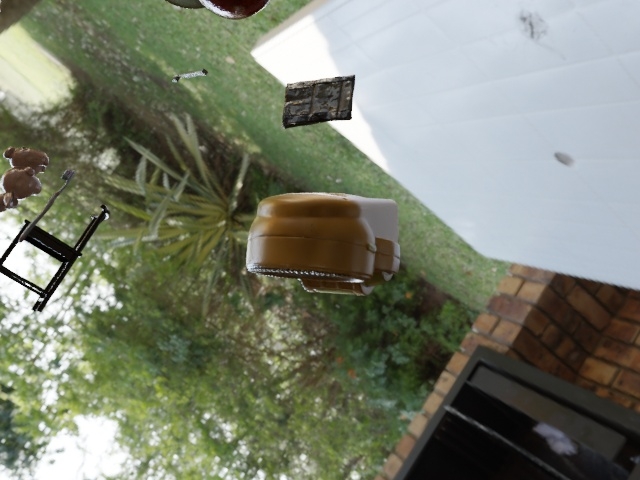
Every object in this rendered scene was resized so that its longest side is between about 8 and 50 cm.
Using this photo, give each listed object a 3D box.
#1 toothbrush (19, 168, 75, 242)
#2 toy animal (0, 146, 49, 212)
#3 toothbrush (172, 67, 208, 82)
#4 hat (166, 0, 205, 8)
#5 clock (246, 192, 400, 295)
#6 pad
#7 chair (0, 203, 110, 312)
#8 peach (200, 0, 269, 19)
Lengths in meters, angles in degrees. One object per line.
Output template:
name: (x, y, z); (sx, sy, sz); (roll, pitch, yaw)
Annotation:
toothbrush: (-0.516, -0.068, 1.213); (0.019, 0.193, 0.013); (27, 140, -11)
toy animal: (-0.840, -0.153, 1.794); (0.124, 0.213, 0.124); (9, 158, 4)
toothbrush: (-0.306, -0.384, 1.493); (0.014, 0.017, 0.194); (34, 167, -32)
hat: (-0.350, -0.667, 1.572); (0.256, 0.130, 0.257); (4, 133, 4)
clock: (0.000, 0.000, 1.179); (0.244, 0.201, 0.317); (-1, 175, 23)
pad: (-0.008, -0.431, 1.990); (0.232, 0.174, 0.022); (-3, 154, 19)
chair: (-0.585, 0.012, 1.382); (0.141, 0.260, 0.154); (36, 159, -22)
peach: (-0.191, -0.581, 1.413); (0.197, 0.197, 0.197); (34, 173, 5)
